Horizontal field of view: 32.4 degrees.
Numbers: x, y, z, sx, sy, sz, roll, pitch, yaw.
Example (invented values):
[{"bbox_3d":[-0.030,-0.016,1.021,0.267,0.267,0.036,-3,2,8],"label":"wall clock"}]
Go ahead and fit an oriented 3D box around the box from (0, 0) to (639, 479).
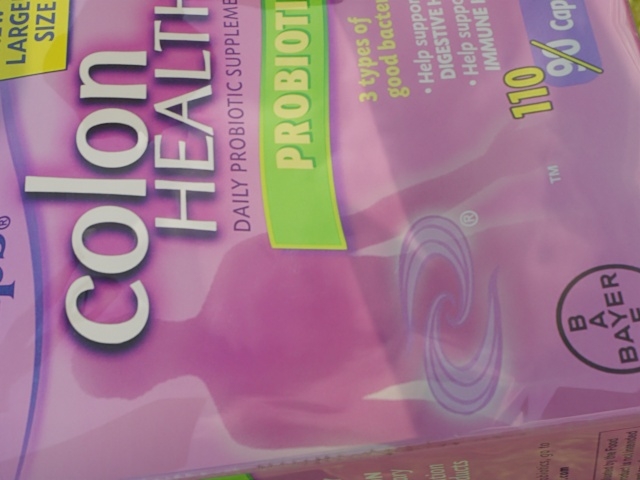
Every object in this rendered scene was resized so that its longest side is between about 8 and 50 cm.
[{"bbox_3d":[0.000,0.000,0.406,0.117,0.243,0.214,71,-168,-58],"label":"box"}]
